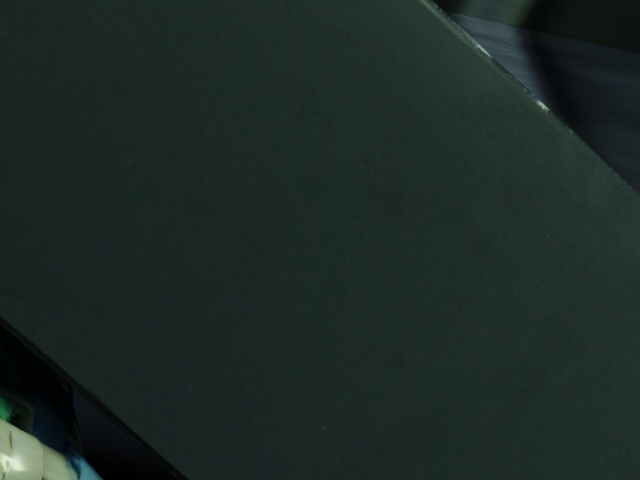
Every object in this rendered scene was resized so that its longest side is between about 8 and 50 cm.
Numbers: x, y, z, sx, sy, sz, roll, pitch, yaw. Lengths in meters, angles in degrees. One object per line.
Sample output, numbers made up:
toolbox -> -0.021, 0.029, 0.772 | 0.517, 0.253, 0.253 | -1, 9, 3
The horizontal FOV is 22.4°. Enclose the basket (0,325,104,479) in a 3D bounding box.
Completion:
basket -> -0.231, 0.066, 0.573 | 0.289, 0.201, 0.255 | 18, 12, -19

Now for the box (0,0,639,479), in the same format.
box -> 0.000, 0.000, 0.676 | 0.343, 0.179, 0.312 | 42, 2, -6
